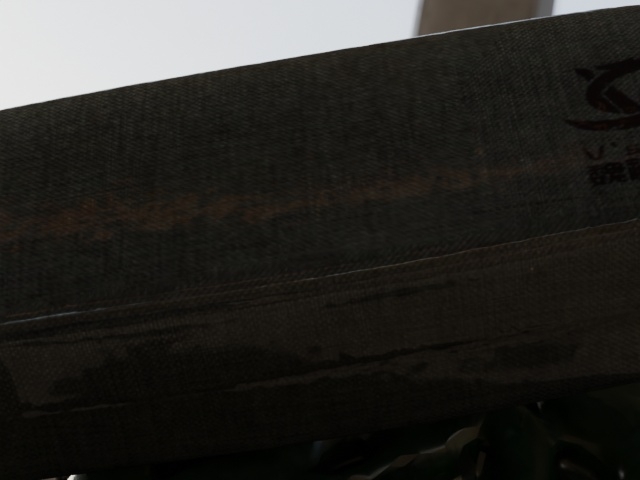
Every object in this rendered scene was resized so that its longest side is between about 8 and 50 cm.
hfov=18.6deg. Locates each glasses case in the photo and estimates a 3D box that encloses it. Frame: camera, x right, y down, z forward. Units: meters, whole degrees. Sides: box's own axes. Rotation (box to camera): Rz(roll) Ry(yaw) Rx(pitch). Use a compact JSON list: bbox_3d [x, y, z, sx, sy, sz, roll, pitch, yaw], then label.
[{"bbox_3d":[0.000,0.000,0.629,0.323,0.131,0.074,-9,-50,2],"label":"glasses case"}]

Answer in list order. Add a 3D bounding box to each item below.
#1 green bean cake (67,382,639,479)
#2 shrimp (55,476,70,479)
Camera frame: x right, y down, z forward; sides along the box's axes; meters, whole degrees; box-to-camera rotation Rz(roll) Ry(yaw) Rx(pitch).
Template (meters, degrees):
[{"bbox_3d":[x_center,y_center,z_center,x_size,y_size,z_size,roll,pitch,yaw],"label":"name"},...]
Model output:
[{"bbox_3d":[-0.015,0.121,0.693,0.307,0.300,0.169,-23,-38,-25],"label":"green bean cake"},{"bbox_3d":[-0.100,0.151,1.051,0.090,0.233,0.079,-6,-12,30],"label":"shrimp"}]
